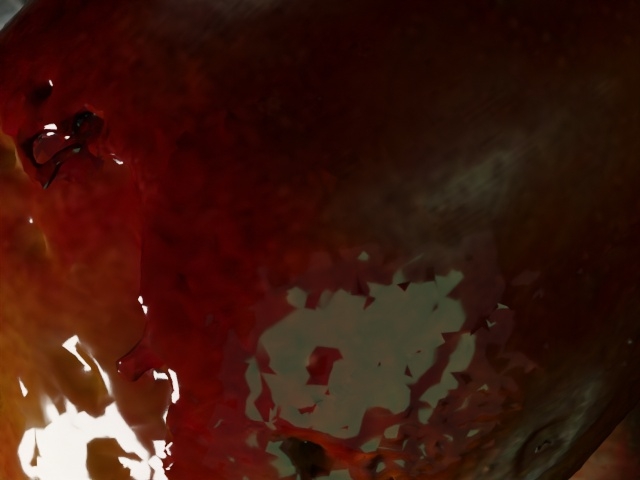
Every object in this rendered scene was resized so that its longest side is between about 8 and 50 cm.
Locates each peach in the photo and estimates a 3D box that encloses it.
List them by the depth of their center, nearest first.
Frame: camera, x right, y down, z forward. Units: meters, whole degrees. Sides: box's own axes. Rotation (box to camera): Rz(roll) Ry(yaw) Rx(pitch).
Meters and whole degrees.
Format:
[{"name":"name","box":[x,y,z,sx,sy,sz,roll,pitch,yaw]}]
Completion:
[{"name":"peach","box":[0.000,0.000,0.661,0.416,0.339,0.353,-45,176,18]}]

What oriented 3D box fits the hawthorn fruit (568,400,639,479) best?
[{"name":"hawthorn fruit","box":[0.163,0.148,1.251,0.298,0.277,0.277,16,134,-19]}]
